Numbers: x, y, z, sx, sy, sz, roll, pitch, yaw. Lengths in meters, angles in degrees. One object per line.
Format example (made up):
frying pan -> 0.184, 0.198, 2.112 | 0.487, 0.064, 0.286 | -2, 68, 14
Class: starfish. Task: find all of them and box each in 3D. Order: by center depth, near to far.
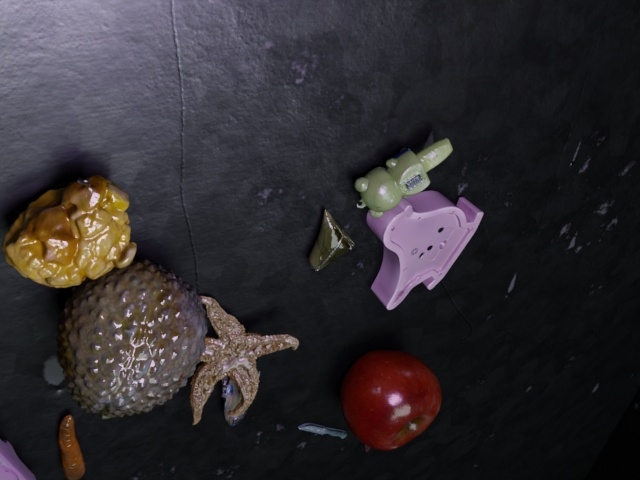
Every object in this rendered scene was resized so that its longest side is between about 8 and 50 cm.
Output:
starfish -> -0.210, 0.241, 1.433 | 0.299, 0.060, 0.302 | -35, 120, 4

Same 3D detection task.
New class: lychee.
lychee -> -0.321, 0.167, 1.166 | 0.255, 0.274, 0.255 | 1, 126, 2

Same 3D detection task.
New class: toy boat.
toy boat -> -0.194, 0.368, 1.572 | 0.084, 0.066, 0.210 | 7, 129, -9

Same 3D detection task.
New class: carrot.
carrot -> -0.515, 0.424, 1.402 | 0.047, 0.047, 0.191 | -14, 128, -27

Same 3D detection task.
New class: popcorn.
popcorn -> -0.376, -0.011, 1.053 | 0.194, 0.140, 0.163 | -48, 131, -7

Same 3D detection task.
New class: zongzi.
zongzi -> 0.000, 0.000, 1.407 | 0.104, 0.052, 0.113 | -37, 126, 6

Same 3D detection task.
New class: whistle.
whistle -> 0.167, -0.134, 1.376 | 0.227, 0.085, 0.105 | -35, 127, -1

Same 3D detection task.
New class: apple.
apple -> 0.176, 0.408, 1.763 | 0.260, 0.216, 0.260 | -21, 137, -22

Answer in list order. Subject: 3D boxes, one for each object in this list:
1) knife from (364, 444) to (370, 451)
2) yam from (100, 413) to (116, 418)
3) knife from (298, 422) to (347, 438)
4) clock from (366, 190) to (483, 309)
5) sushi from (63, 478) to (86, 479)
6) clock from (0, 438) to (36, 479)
knife -> 0.146, 0.565, 2.034 | 0.035, 0.018, 0.247 | -25, 140, -21
yam -> -0.407, 0.339, 1.403 | 0.094, 0.043, 0.043 | -4, 128, -33
knife -> 0.011, 0.531, 1.902 | 0.028, 0.015, 0.210 | -45, 139, 14
clock -> 0.194, 0.020, 1.540 | 0.275, 0.080, 0.290 | 8, 119, -40
sushi -> -0.592, 0.728, 1.564 | 0.373, 0.100, 0.296 | -41, 139, 2
clock -> -0.716, 0.489, 1.255 | 0.322, 0.113, 0.295 | -25, 137, -15
